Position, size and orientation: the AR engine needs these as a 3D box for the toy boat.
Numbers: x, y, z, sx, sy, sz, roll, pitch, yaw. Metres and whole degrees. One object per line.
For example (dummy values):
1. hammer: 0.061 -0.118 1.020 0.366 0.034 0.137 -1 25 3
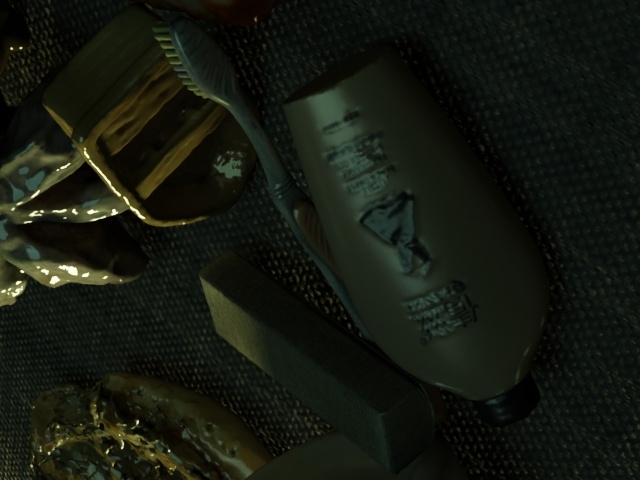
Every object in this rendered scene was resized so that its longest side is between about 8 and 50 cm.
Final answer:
1. toy boat: -0.107 -0.078 0.981 0.061 0.116 0.188 39 173 28

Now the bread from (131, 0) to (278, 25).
1. bread: -0.113 -0.282 0.848 0.327 0.114 0.295 22 131 29

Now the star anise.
1. star anise: -0.272 -0.031 1.080 0.359 0.139 0.316 -33 121 32

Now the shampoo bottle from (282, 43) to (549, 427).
1. shampoo bottle: 0.069 0.006 0.921 0.127 0.078 0.257 -25 104 19

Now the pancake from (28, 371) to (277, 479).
1. pancake: -0.124 0.273 1.303 0.382 0.071 0.382 24 132 29

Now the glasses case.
1. glasses case: -0.005 0.082 1.033 0.205 0.047 0.071 35 151 38

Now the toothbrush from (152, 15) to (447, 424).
1. toothbrush: 0.000 0.000 0.957 0.037 0.028 0.375 10 142 51

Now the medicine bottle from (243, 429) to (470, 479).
1. medicine bottle: 0.072 0.339 1.074 0.211 0.211 0.371 -8 114 44

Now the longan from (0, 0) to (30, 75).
1. longan: -0.287 -0.159 1.111 0.119 0.106 0.106 -8 121 2
